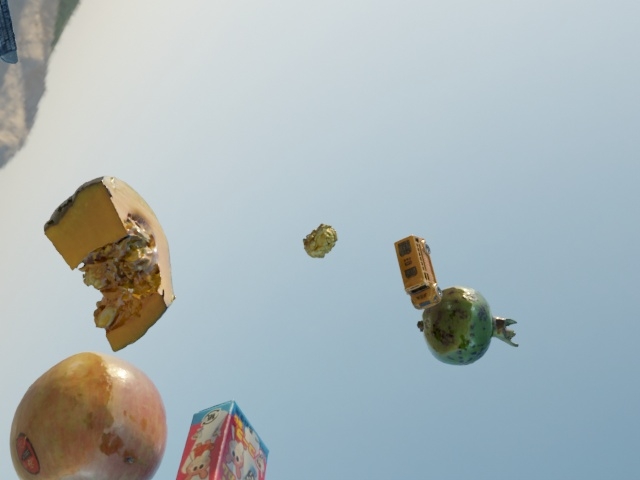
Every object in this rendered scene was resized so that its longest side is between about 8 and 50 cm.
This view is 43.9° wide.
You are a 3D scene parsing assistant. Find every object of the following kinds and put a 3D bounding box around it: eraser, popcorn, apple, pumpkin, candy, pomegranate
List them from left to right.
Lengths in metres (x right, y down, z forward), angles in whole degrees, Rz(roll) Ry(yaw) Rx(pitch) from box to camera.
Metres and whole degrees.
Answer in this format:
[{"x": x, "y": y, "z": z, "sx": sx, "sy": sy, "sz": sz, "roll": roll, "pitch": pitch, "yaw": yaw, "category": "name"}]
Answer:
[{"x": -0.235, "y": -0.165, "z": 0.567, "sx": 0.019, "sy": 0.027, "sz": 0.099, "roll": -34, "pitch": 160, "yaw": -30, "category": "eraser"}, {"x": -0.571, "y": 0.468, "z": 1.977, "sx": 0.391, "sy": 0.391, "sz": 0.347, "roll": -41, "pitch": -137, "yaw": 42, "category": "apple"}, {"x": -0.350, "y": 0.019, "z": 1.312, "sx": 0.139, "sy": 0.190, "sz": 0.280, "roll": -34, "pitch": -145, "yaw": 8, "category": "pumpkin"}, {"x": -0.183, "y": 0.457, "z": 1.462, "sx": 0.100, "sy": 0.157, "sz": 0.306, "roll": -22, "pitch": -155, "yaw": 15, "category": "candy"}, {"x": 0.000, "y": 0.000, "z": 1.747, "sx": 0.082, "sy": 0.057, "sz": 0.083, "roll": -45, "pitch": -163, "yaw": 9, "category": "popcorn"}, {"x": 0.377, "y": 0.216, "z": 2.024, "sx": 0.211, "sy": 0.263, "sz": 0.211, "roll": 1, "pitch": 90, "yaw": -90, "category": "pomegranate"}]

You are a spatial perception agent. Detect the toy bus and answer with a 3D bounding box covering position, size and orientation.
[{"x": 0.220, "y": 0.073, "z": 1.809, "sx": 0.069, "sy": 0.074, "sz": 0.162, "roll": -24, "pitch": -117, "yaw": 27, "category": "toy bus"}]
